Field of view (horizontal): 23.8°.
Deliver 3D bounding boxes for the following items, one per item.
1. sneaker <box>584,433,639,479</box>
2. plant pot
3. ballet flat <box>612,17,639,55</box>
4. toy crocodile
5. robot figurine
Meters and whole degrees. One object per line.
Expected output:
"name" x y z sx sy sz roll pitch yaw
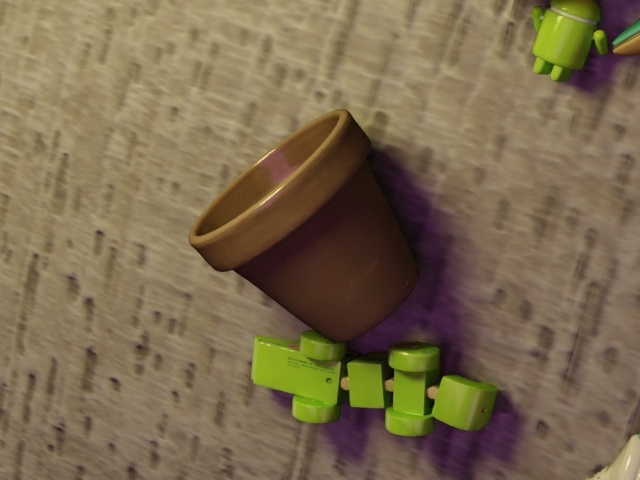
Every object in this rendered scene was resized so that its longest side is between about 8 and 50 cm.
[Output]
"sneaker" 0.347 0.338 1.918 0.092 0.087 0.229 30 106 16
"plant pot" 0.000 0.000 1.927 0.263 0.263 0.229 -34 105 22
"ballet flat" 0.453 -0.273 1.785 0.232 0.080 0.073 -38 96 22
"toy crocodile" 0.064 0.182 1.998 0.340 0.105 0.115 6 101 24
"robot figurine" 0.300 -0.252 1.848 0.101 0.067 0.115 26 107 27
